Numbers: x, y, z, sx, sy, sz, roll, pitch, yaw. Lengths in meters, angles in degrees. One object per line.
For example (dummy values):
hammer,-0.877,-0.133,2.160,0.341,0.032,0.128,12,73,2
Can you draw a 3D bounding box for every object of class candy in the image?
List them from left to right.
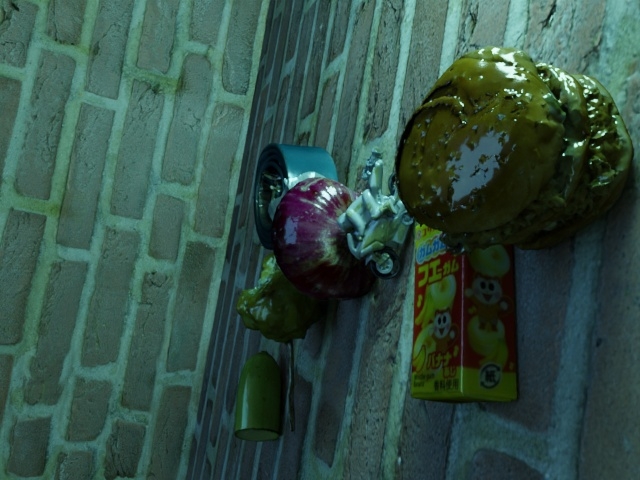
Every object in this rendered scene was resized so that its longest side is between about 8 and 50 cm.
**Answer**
candy,0.205,0.095,0.845,0.146,0.088,0.276,144,134,-65

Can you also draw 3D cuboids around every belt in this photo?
belt,-0.079,-0.120,1.636,0.436,0.173,0.300,-140,54,-72

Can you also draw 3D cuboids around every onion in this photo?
onion,0.004,-0.001,1.258,0.272,0.231,0.256,-43,41,50

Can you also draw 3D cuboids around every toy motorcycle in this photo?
toy motorcycle,0.109,-0.041,1.118,0.074,0.151,0.228,-35,-42,-69

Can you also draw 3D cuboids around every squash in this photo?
squash,-0.176,0.444,1.673,0.132,0.133,0.247,129,149,-53

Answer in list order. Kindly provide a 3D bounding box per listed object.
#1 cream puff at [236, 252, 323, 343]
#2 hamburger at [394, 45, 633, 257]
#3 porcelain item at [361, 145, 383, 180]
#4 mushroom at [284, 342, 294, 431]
cream puff,-0.077,0.143,1.462,0.282,0.185,0.281,-37,25,21
hamburger,0.231,-0.095,0.710,0.260,0.211,0.245,-69,27,15
porcelain item,0.117,-0.174,1.324,0.036,0.028,0.083,-111,35,-52
mushroom,-0.085,0.390,1.605,0.028,0.026,0.286,99,167,-50
